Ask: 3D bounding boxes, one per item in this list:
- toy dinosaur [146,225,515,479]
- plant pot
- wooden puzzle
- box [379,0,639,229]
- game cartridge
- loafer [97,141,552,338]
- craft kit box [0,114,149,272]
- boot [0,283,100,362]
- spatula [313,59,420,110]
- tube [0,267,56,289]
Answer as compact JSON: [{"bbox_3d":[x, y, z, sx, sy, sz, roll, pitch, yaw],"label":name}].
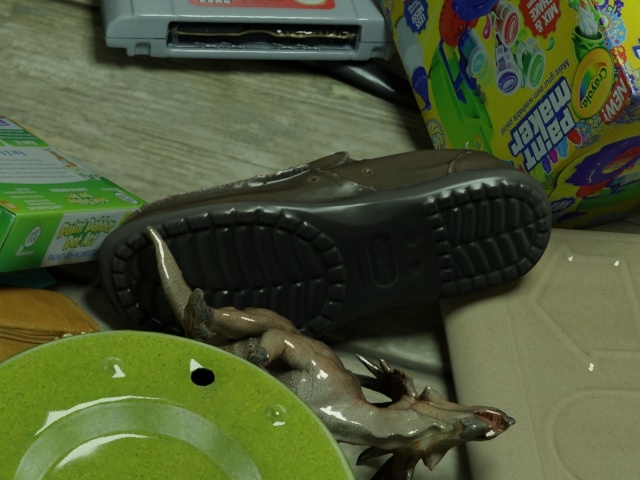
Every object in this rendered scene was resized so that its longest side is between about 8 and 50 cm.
[{"bbox_3d":[-0.022,0.106,1.282,0.296,0.127,0.200,39,25,30],"label":"toy dinosaur"},{"bbox_3d":[-0.121,0.247,0.985,0.366,0.353,0.366,8,47,-9],"label":"plant pot"},{"bbox_3d":[0.280,0.129,1.398,0.348,0.080,0.322,0,48,-9],"label":"wooden puzzle"},{"bbox_3d":[0.217,-0.187,1.467,0.177,0.290,0.279,-10,70,-27],"label":"box"},{"bbox_3d":[-0.068,-0.247,1.645,0.294,0.060,0.196,-1,37,-13],"label":"game cartridge"},{"bbox_3d":[0.000,0.000,1.399,0.366,0.134,0.130,-7,25,-7],"label":"loafer"},{"bbox_3d":[-0.287,-0.063,1.341,0.247,0.061,0.250,29,10,15],"label":"craft kit box"},{"bbox_3d":[-0.283,0.049,1.270,0.211,0.104,0.295,-7,55,-51],"label":"boot"},{"bbox_3d":[0.121,-0.128,1.616,0.296,0.030,0.084,22,52,9],"label":"spatula"},{"bbox_3d":[-0.312,0.046,1.334,0.207,0.052,0.080,-29,73,-40],"label":"tube"}]
